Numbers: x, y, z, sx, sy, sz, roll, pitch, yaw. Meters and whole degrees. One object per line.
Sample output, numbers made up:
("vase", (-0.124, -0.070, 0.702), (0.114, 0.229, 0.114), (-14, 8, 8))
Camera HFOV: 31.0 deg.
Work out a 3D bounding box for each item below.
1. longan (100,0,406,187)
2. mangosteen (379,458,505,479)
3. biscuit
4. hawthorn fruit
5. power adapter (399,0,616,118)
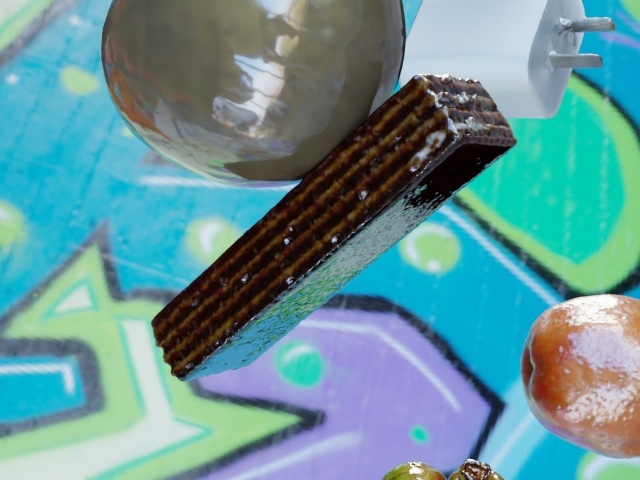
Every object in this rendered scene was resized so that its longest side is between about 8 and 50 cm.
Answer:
("longan", (-0.061, -0.184, 1.022), (0.243, 0.300, 0.300), (-5, -61, -58))
("mangosteen", (0.119, 0.274, 0.991), (0.200, 0.199, 0.200), (-162, 90, -83))
("biscuit", (0.000, 0.000, 1.017), (0.388, 0.073, 0.107), (-40, -21, 31))
("hawthorn fruit", (0.303, 0.143, 1.235), (0.189, 0.189, 0.189), (-162, 90, -83))
("power adapter", (0.250, -0.254, 1.491), (0.124, 0.255, 0.187), (48, -124, -46))
